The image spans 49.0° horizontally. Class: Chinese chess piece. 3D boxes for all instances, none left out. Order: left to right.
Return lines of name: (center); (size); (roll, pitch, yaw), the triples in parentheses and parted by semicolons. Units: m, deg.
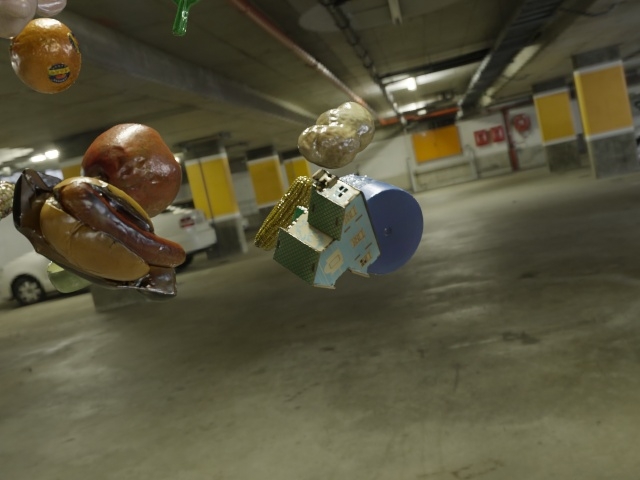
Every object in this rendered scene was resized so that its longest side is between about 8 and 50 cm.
Chinese chess piece: (-0.664, 0.070, 1.959); (0.188, 0.083, 0.188); (-22, 23, 10)

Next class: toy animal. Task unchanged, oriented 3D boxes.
toy animal: (-0.428, -0.320, 0.946); (0.124, 0.124, 0.212); (-11, 1, 14)

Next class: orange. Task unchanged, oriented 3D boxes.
orange: (-0.658, -0.441, 1.684); (0.155, 0.178, 0.177); (-20, 8, -28)

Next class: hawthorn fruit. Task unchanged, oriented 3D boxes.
hawthorn fruit: (-0.551, -0.179, 1.967); (0.276, 0.277, 0.298); (-10, 10, 23)

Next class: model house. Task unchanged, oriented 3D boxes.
model house: (0.000, 0.000, 1.567); (0.178, 0.271, 0.206); (32, 68, 32)

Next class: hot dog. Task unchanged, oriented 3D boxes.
hot dog: (-0.354, -0.022, 1.219); (0.107, 0.194, 0.326); (-22, -29, 38)

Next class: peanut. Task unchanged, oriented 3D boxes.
peanut: (0.032, -0.190, 1.293); (0.086, 0.104, 0.228); (-53, -1, 36)

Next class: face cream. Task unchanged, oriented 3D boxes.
face cream: (0.130, -0.052, 1.992); (0.249, 0.249, 0.225); (-15, 24, -28)

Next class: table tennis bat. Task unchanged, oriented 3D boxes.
table tennis bat: (-0.405, -0.746, 2.126); (0.160, 0.257, 0.039); (12, 0, 28)

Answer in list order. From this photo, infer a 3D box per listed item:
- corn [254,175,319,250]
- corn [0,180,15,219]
corn: (-0.089, -0.068, 1.863); (0.231, 0.080, 0.080); (-54, 4, 3)
corn: (-0.715, -0.044, 1.414); (0.253, 0.086, 0.086); (-39, 18, -29)
